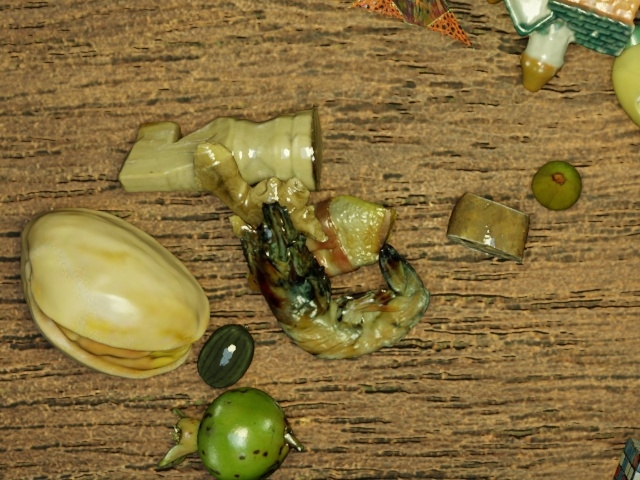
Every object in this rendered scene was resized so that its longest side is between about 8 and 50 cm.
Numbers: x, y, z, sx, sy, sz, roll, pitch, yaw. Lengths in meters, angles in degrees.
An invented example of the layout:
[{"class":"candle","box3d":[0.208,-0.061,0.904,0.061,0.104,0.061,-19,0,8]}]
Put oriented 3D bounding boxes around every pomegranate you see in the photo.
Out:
[{"class":"pomegranate","box3d":[-0.141,0.310,1.706,0.220,0.156,0.156,-27,96,28]}]

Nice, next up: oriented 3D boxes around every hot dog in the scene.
[{"class":"hot dog","box3d":[0.001,0.000,1.665,0.261,0.093,0.123,-16,117,18]}]

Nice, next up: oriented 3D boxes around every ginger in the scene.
[{"class":"ginger","box3d":[-0.089,-0.068,1.571,0.133,0.059,0.214,-19,120,28]}]

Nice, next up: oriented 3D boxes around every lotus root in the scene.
[{"class":"lotus root","box3d":[0.251,-0.017,1.638,0.122,0.112,0.081,20,93,3]}]

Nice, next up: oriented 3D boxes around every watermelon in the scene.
[{"class":"watermelon","box3d":[-0.145,0.177,1.718,0.078,0.078,0.111,31,99,0]}]

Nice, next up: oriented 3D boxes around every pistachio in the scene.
[{"class":"pistachio","box3d":[-0.317,0.075,1.655,0.308,0.230,0.230,32,100,-5]}]

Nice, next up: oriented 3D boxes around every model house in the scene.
[{"class":"model house","box3d":[0.346,-0.360,1.564,0.271,0.190,0.301,20,111,2]}]

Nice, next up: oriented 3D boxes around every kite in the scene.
[{"class":"kite","box3d":[0.137,-0.363,1.624,0.222,0.008,0.125,12,68,-27]}]

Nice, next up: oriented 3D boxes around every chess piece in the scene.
[{"class":"chess piece","box3d":[-0.147,-0.125,1.646,0.300,0.137,0.137,-3,98,6]}]

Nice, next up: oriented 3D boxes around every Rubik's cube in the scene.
[{"class":"Rubik's cube","box3d":[0.503,0.366,1.683,0.092,0.092,0.092,18,100,2]}]

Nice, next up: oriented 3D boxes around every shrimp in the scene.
[{"class":"shrimp","box3d":[0.029,0.055,1.599,0.233,0.071,0.365,-14,136,9]}]

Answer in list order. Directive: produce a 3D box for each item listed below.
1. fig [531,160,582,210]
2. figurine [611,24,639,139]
[{"class":"fig","box3d":[0.349,-0.082,1.634,0.074,0.088,0.074,-1,80,5]},{"class":"figurine","box3d":[0.578,-0.226,1.580,0.324,0.124,0.222,4,94,4]}]
